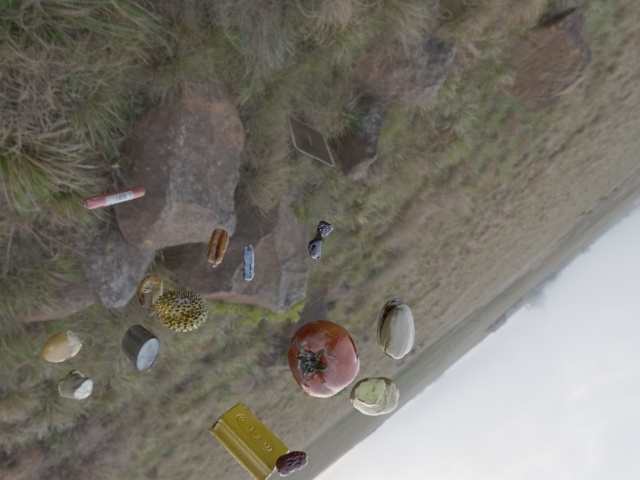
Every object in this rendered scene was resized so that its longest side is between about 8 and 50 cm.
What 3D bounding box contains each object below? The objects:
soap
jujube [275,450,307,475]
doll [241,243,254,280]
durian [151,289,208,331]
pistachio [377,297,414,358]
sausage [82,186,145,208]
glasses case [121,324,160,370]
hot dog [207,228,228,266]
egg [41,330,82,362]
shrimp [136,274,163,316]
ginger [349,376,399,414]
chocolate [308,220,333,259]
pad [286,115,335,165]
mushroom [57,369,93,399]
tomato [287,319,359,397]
[{"bbox_3d":[-0.305,0.864,1.851,0.096,0.324,0.204,-53,167,11],"label":"soap"},{"bbox_3d":[-0.113,0.883,1.699,0.129,0.077,0.077,-17,155,-4],"label":"jujube"},{"bbox_3d":[-0.202,0.063,1.195,0.037,0.027,0.125,-33,142,-41],"label":"doll"},{"bbox_3d":[-0.618,0.307,1.935,0.250,0.183,0.138,8,130,-34],"label":"durian"},{"bbox_3d":[0.255,0.297,1.425,0.131,0.129,0.206,-2,105,-19],"label":"pistachio"},{"bbox_3d":[-0.509,-0.108,1.068,0.029,0.029,0.223,-49,179,20],"label":"sausage"},{"bbox_3d":[-0.626,0.362,1.476,0.060,0.299,0.114,28,75,-30],"label":"glasses case"},{"bbox_3d":[-0.341,0.023,1.415,0.062,0.144,0.038,16,143,-16],"label":"hot dog"},{"bbox_3d":[-0.723,0.299,1.190,0.096,0.080,0.080,-41,159,-15],"label":"egg"},{"bbox_3d":[-0.909,0.293,2.267,0.133,0.236,0.053,2,156,-14],"label":"shrimp"},{"bbox_3d":[0.209,0.594,1.638,0.152,0.138,0.267,-24,150,27],"label":"ginger"},{"bbox_3d":[-0.003,-0.002,1.673,0.070,0.072,0.147,-16,-130,62],"label":"chocolate"},{"bbox_3d":[-0.038,-0.366,1.556,0.176,0.266,0.002,20,124,-28],"label":"pad"},{"bbox_3d":[-0.739,0.444,1.306,0.209,0.071,0.084,-14,-150,46],"label":"mushroom"},{"bbox_3d":[-0.002,0.363,1.288,0.236,0.237,0.095,-48,166,17],"label":"tomato"}]
